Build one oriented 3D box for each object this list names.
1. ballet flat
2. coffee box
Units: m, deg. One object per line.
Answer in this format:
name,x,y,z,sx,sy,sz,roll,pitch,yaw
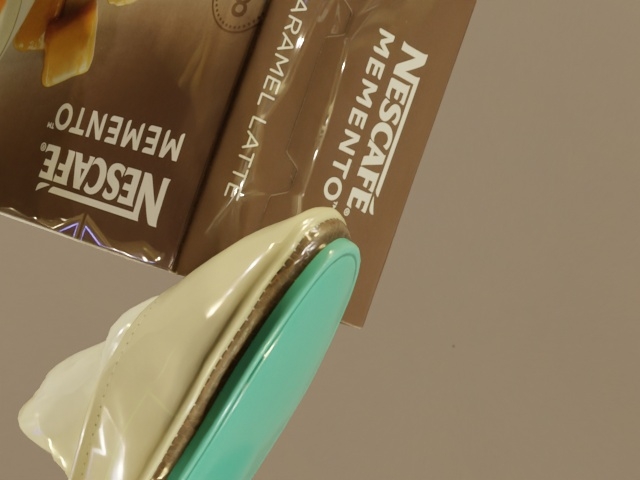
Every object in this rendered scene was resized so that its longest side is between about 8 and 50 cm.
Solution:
ballet flat,-0.069,0.088,0.487,0.086,0.086,0.248,25,-73,6
coffee box,-0.077,-0.066,0.602,0.246,0.098,0.141,18,-92,44
